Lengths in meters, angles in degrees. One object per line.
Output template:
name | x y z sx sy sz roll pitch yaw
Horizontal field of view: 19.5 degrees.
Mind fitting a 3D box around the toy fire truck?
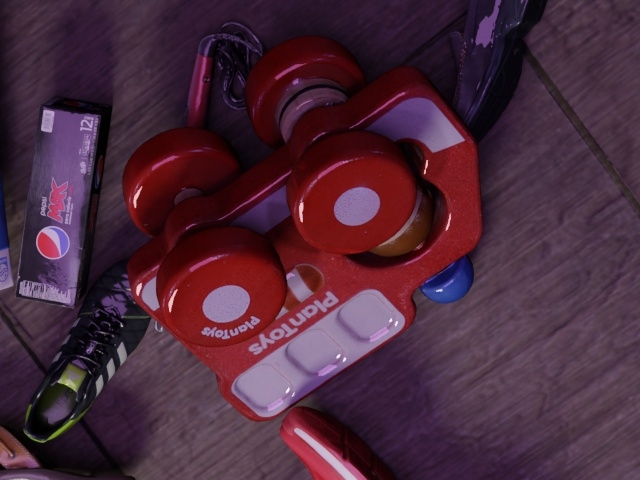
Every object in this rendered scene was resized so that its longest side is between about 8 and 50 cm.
toy fire truck | 0.000 0.000 1.511 0.302 0.169 0.254 -35 132 10

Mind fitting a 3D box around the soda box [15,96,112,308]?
soda box | -0.216 -0.033 1.573 0.053 0.060 0.169 10 102 1

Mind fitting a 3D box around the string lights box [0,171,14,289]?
string lights box | -0.340 -0.083 1.542 0.133 0.077 0.260 2 103 30

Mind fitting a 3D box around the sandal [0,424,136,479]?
sandal | -0.264 0.190 1.613 0.219 0.090 0.060 6 86 5

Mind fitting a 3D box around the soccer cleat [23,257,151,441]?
soccer cleat | -0.196 0.097 1.591 0.060 0.072 0.179 31 102 -2

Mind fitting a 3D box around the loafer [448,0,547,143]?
loafer | 0.133 -0.156 1.524 0.061 0.062 0.170 25 100 22

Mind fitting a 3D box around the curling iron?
curling iron | -0.100 -0.049 1.571 0.068 0.035 0.274 17 102 1

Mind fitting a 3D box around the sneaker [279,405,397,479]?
sneaker | 0.019 0.254 1.597 0.128 0.087 0.221 -44 96 11
